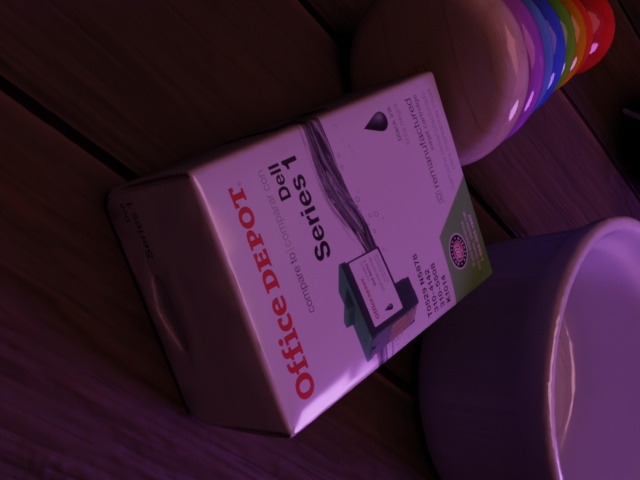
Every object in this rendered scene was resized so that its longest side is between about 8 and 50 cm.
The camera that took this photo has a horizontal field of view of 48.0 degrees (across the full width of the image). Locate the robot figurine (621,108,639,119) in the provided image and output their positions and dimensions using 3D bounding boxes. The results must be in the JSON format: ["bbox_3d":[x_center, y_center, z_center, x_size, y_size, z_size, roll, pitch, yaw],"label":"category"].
[{"bbox_3d":[0.549,-0.118,0.849,0.200,0.353,0.300,79,8,-52],"label":"robot figurine"}]

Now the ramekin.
[{"bbox_3d":[0.208,0.121,0.620,0.277,0.135,0.277,4,84,-43],"label":"ramekin"}]

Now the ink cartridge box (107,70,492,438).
[{"bbox_3d":[0.000,0.000,0.464,0.219,0.092,0.160,-31,107,-41],"label":"ink cartridge box"}]

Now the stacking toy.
[{"bbox_3d":[0.173,-0.165,0.625,0.330,0.141,0.141,-26,104,-47],"label":"stacking toy"}]
